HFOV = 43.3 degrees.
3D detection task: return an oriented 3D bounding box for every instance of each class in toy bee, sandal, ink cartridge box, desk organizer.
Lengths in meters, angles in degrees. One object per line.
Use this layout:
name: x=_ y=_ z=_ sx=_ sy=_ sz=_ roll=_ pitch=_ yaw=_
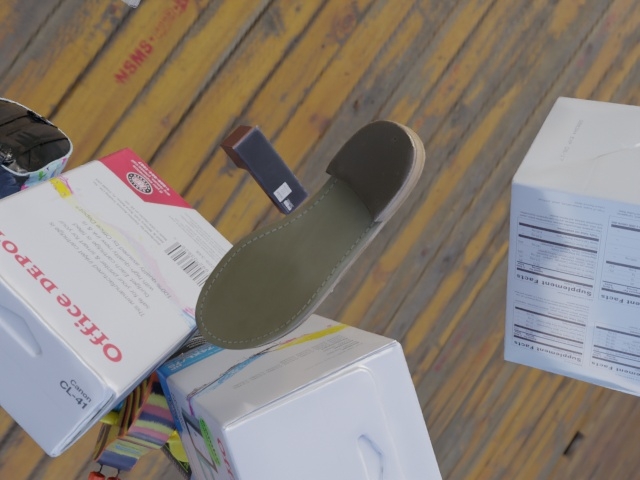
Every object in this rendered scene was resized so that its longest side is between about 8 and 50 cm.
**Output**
toy bee: x=-0.246 y=0.256 z=1.080 sx=0.298 sy=0.195 sz=0.162 roll=105 pitch=0 yaw=-71
sandal: x=0.004 y=0.005 z=0.659 sx=0.240 sy=0.088 sz=0.079 roll=-46 pitch=158 yaw=19
ink cartridge box: x=-0.030 y=0.212 z=0.874 sx=0.197 sy=0.270 sz=0.198 roll=-22 pitch=101 yaw=-22
desk organizer: x=-0.077 y=-0.097 z=1.116 sx=0.047 sy=0.050 sz=0.130 roll=-47 pitch=121 yaw=-15
ink cartridge box: x=-0.242 y=0.047 z=0.875 sx=0.131 sy=0.226 sz=0.306 roll=-46 pitch=178 yaw=30

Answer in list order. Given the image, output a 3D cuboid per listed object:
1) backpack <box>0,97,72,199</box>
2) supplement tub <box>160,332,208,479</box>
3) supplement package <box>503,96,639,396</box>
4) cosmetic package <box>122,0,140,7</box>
backpack: x=-0.624 y=-0.166 z=1.585 sx=0.191 sy=0.225 sz=0.253 roll=-55 pitch=-178 yaw=30
supplement tub: x=-0.178 y=0.302 z=1.349 sx=0.193 sy=0.316 sz=0.194 roll=-34 pitch=148 yaw=-25
supplement package: x=0.337 y=0.006 z=0.928 sx=0.199 sy=0.197 sz=0.263 roll=-51 pitch=145 yaw=-43
cosmetic package: x=-0.241 y=-0.311 z=0.882 sx=0.115 sy=0.041 sz=0.060 roll=30 pitch=101 yaw=-5
